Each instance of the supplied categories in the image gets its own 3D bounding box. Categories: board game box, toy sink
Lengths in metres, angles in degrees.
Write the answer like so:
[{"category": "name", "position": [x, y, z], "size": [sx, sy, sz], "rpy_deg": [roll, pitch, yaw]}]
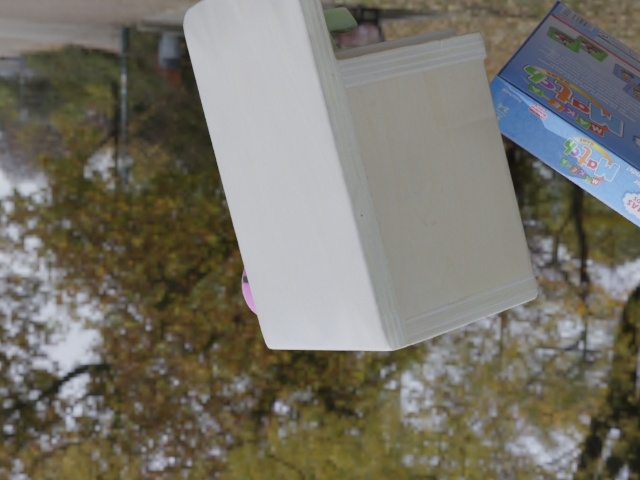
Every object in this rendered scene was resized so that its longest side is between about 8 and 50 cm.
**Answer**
[{"category": "board game box", "position": [0.210, -0.095, 0.854], "size": [0.160, 0.039, 0.211], "rpy_deg": [35, -148, 5]}, {"category": "toy sink", "position": [0.025, -0.058, 0.745], "size": [0.131, 0.234, 0.153], "rpy_deg": [-17, -176, -31]}]

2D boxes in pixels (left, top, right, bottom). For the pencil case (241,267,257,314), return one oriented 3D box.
[{"category": "pencil case", "position": [0.000, 0.000, 1.088], "size": [0.098, 0.095, 0.209], "rpy_deg": [8, 153, -19]}]
